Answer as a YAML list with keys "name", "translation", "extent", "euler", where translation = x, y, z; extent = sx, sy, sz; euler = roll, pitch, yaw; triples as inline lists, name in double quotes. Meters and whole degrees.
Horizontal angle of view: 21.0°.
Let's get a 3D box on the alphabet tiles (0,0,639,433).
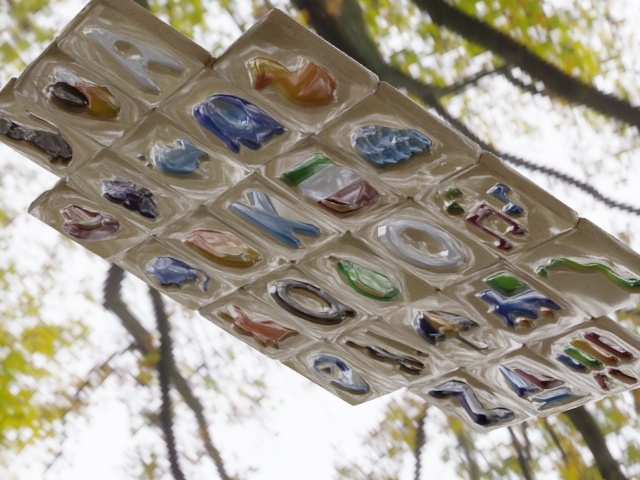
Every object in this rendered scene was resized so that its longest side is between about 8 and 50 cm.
- name: "alphabet tiles"
  translation: [0.000, 0.000, 0.876]
  extent: [0.285, 0.342, 0.011]
  euler: [-29, -146, 56]
